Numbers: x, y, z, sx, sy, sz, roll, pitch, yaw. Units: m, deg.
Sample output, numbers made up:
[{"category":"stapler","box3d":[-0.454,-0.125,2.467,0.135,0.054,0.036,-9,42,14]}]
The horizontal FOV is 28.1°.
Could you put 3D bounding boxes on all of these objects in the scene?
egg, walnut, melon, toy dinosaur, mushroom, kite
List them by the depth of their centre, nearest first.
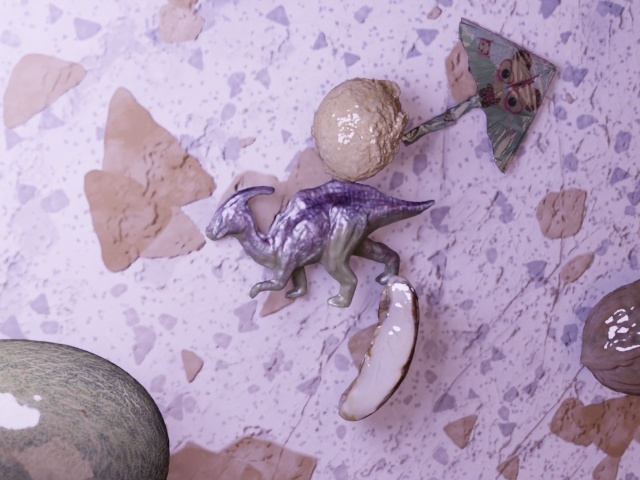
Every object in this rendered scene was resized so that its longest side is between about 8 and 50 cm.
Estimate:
[{"category":"melon","box3d":[-0.331,0.238,1.479,0.329,0.248,0.248,19,94,-23]},{"category":"egg","box3d":[0.048,-0.142,1.625,0.118,0.116,0.140,13,85,-3]},{"category":"toy dinosaur","box3d":[0.001,0.003,1.660,0.294,0.077,0.162,-8,113,-20]},{"category":"mushroom","box3d":[0.090,0.149,1.729,0.072,0.094,0.209,22,97,5]},{"category":"kite","box3d":[0.216,-0.193,1.745,0.250,0.012,0.229,-26,109,-16]},{"category":"walnut","box3d":[0.485,0.139,1.867,0.230,0.178,0.178,-19,110,-6]}]
